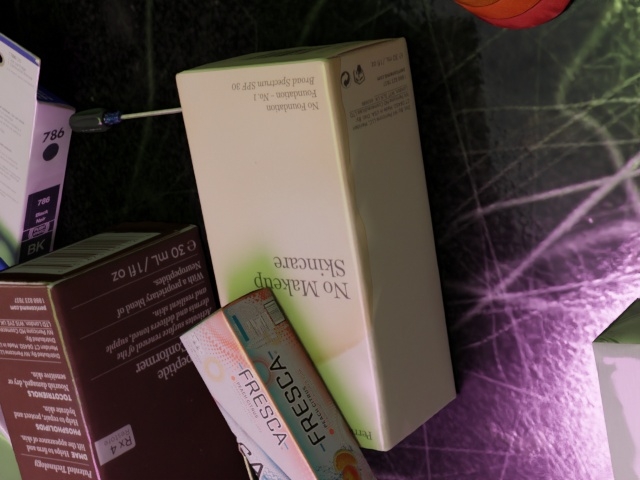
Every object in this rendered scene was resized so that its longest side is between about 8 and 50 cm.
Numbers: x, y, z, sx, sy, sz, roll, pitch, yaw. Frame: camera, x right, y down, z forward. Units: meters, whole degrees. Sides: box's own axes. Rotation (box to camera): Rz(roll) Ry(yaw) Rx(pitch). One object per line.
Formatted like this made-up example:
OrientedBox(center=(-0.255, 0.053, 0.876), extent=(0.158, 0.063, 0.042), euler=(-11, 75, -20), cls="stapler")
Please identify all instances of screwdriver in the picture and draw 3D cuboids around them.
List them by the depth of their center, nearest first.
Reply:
OrientedBox(center=(-0.183, -0.123, 1.035), extent=(0.170, 0.024, 0.025), euler=(-6, 132, 38), cls="screwdriver")

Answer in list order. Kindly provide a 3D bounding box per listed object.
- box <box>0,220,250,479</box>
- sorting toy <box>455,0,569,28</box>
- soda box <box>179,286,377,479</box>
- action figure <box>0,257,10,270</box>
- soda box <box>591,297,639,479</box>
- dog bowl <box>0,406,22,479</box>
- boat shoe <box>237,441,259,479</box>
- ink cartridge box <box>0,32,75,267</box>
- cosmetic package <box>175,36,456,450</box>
OrientedBox(center=(-0.187, 0.190, 1.049), extent=(0.143, 0.191, 0.381), euler=(0, 108, 39), cls="box")
OrientedBox(center=(0.012, -0.268, 0.749), extent=(0.365, 0.126, 0.127), euler=(41, 128, 19), cls="sorting toy")
OrientedBox(center=(-0.033, 0.133, 0.840), extent=(0.063, 0.058, 0.183), euler=(-33, 85, 42), cls="soda box")
OrientedBox(center=(-0.333, 0.064, 1.085), extent=(0.280, 0.139, 0.091), euler=(41, 95, -3), cls="action figure")
OrientedBox(center=(0.270, 0.186, 0.744), extent=(0.098, 0.091, 0.286), euler=(-1, 107, 39), cls="soda box")
OrientedBox(center=(-0.390, 0.192, 1.229), extent=(0.265, 0.104, 0.265), euler=(22, 134, 24), cls="dog bowl")
OrientedBox(center=(-0.060, 0.199, 1.049), extent=(0.049, 0.043, 0.137), euler=(-12, 98, 43), cls="boat shoe")
OrientedBox(center=(-0.352, -0.089, 1.156), extent=(0.165, 0.065, 0.333), euler=(35, 127, 23), cls="ink cartridge box")
OrientedBox(center=(0.000, 0.000, 0.876), extent=(0.160, 0.113, 0.309), euler=(1, 107, 38), cls="cosmetic package")
